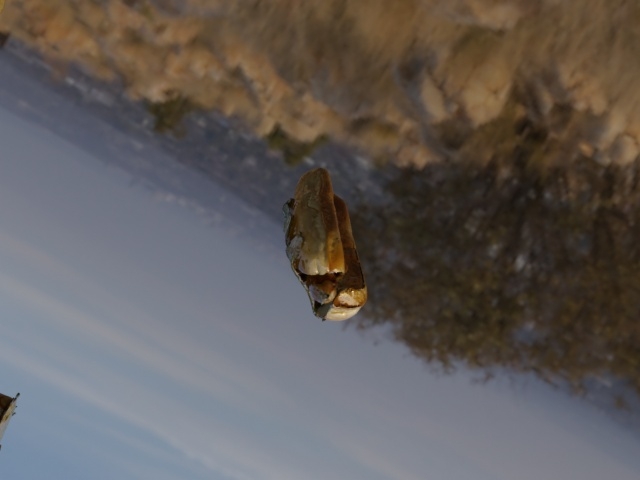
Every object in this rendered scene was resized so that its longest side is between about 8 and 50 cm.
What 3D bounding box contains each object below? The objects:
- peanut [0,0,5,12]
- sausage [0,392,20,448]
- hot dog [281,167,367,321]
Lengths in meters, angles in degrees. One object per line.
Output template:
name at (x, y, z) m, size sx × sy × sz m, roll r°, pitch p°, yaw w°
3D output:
peanut at (-0.324, -0.224, 0.933) m, size 0.196 × 0.233 × 0.110 m, roll -4°, pitch -166°, yaw -25°
sausage at (-0.401, 0.125, 1.100) m, size 0.263 × 0.083 × 0.083 m, roll 23°, pitch 178°, yaw -7°
hot dog at (0.000, 0.000, 1.409) m, size 0.269 × 0.072 × 0.109 m, roll -101°, pitch -13°, yaw -64°
